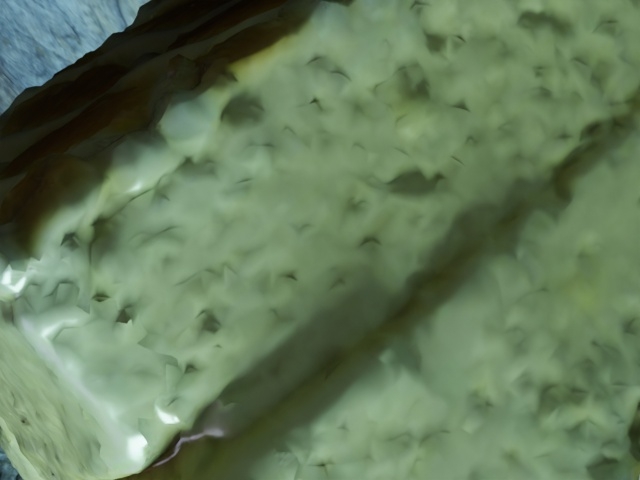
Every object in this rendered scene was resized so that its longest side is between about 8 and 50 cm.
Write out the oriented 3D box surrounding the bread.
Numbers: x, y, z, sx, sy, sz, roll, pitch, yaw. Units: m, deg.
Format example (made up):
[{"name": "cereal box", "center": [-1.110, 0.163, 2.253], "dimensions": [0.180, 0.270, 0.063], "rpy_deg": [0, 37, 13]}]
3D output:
[{"name": "bread", "center": [0.000, 0.000, 0.673], "dimensions": [0.279, 0.371, 0.390], "rpy_deg": [57, 159, -16]}]
